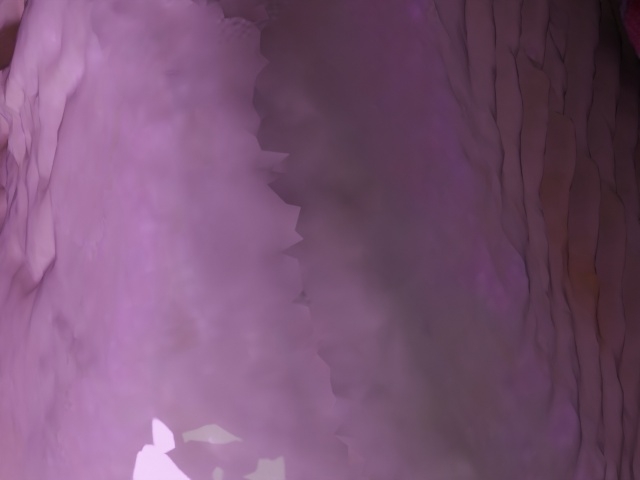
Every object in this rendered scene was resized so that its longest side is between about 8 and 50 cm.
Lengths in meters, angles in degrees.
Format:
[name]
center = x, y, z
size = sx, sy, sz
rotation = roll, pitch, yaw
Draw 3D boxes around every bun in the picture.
[bun]
center = 0.000, 0.000, 0.526
size = 0.213, 0.361, 0.361
rotation = -16, 144, 23

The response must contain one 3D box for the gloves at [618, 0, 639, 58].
[gloves]
center = 0.189, -0.051, 0.520
size = 0.145, 0.126, 0.241
rotation = 41, 172, 27
